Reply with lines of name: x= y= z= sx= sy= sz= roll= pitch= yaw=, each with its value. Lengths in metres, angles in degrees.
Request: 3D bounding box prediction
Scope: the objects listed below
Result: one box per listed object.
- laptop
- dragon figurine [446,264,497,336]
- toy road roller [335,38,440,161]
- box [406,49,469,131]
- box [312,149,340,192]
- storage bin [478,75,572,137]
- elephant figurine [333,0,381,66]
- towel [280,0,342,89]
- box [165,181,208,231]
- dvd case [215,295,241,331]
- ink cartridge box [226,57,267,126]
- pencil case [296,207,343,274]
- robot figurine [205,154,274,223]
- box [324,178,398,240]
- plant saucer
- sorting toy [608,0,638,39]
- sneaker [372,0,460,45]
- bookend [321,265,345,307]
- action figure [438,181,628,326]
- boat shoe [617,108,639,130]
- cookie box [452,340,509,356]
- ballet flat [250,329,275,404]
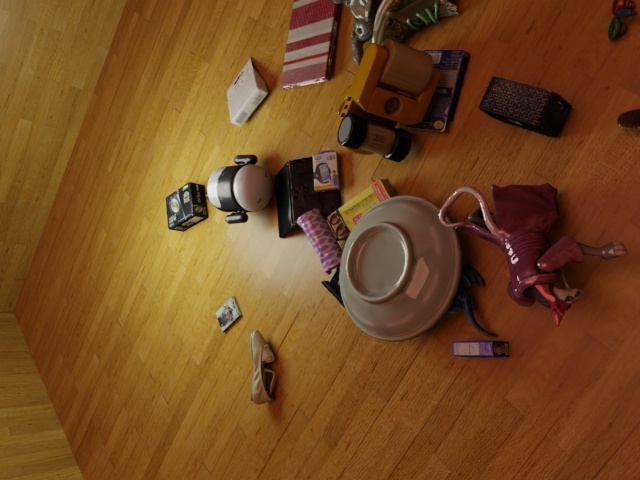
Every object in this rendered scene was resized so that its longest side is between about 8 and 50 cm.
laptop: x=-0.047 y=-0.147 z=1.887 sx=0.264 sy=0.136 sz=0.235 roll=-8 pitch=78 yaw=15
dragon figurine: x=0.359 y=0.111 z=1.432 sx=0.289 sy=0.085 sz=0.144 roll=48 pitch=115 yaw=37
toy road roller: x=0.160 y=-0.402 z=1.584 sx=0.330 sy=0.202 sz=0.241 roll=-67 pitch=26 yaw=24
box: x=0.326 y=-0.419 z=1.572 sx=0.136 sy=0.036 sz=0.225 roll=19 pitch=97 yaw=42
box: x=0.018 y=-0.228 z=1.796 sx=0.081 sy=0.028 sz=0.136 roll=-7 pitch=79 yaw=15
storage bin: x=0.492 y=-0.322 z=1.350 sx=0.180 sy=0.122 sz=0.084 roll=31 pitch=105 yaw=40
elephant figurine: x=0.147 y=-0.701 z=1.721 sx=0.169 sy=0.186 sz=0.240 roll=-21 pitch=77 yaw=-7
towel: x=-0.033 y=-0.698 z=1.942 sx=0.237 sy=0.037 sz=0.329 roll=5 pitch=86 yaw=44
box: x=-0.552 y=-0.136 z=2.298 sx=0.180 sy=0.077 sz=0.148 roll=-23 pitch=69 yaw=38
dvd case: x=-0.346 y=0.276 z=2.095 sx=0.119 sy=0.013 sz=0.087 roll=-43 pitch=58 yaw=29
ink cartridge box: x=-0.288 y=-0.572 z=2.156 sx=0.181 sy=0.056 sz=0.225 roll=-45 pitch=38 yaw=28
pencil case: x=0.000 y=0.000 z=1.741 sx=0.088 sy=0.086 sz=0.206 roll=-37 pitch=78 yaw=38
robot figurine: x=-0.291 y=-0.185 z=2.011 sx=0.278 sy=0.173 sz=0.209 roll=2 pitch=120 yaw=42
box: x=0.124 y=-0.089 z=1.682 sx=0.232 sy=0.058 sz=0.087 roll=-33 pitch=77 yaw=32
plant saucer: x=0.178 y=0.065 z=1.490 sx=0.400 sy=0.100 sz=0.401 roll=-15 pitch=68 yaw=42
sorting toy: x=0.683 y=-0.505 z=1.259 sx=0.042 sy=0.061 sz=0.102 roll=6 pitch=96 yaw=8
sneaker: x=0.299 y=-0.667 z=1.577 sx=0.182 sy=0.158 sz=0.410 roll=45 pitch=120 yaw=17
bookend: x=0.106 y=0.114 z=1.671 sx=0.156 sy=0.072 sz=0.157 roll=46 pitch=113 yaw=37
action figure: x=0.456 y=0.015 z=1.224 sx=0.370 sy=0.275 sz=0.248 roll=-92 pitch=23 yaw=-47
boat shoe: x=0.711 y=-0.251 z=1.194 sx=0.135 sy=0.045 sz=0.050 roll=12 pitch=82 yaw=40
cookie box: x=0.394 y=0.267 z=1.375 sx=0.107 sy=0.091 sz=0.040 roll=-10 pitch=74 yaw=42
ballet flat: x=-0.191 y=0.429 z=1.900 sx=0.086 sy=0.086 sz=0.249 roll=-8 pitch=80 yaw=41
